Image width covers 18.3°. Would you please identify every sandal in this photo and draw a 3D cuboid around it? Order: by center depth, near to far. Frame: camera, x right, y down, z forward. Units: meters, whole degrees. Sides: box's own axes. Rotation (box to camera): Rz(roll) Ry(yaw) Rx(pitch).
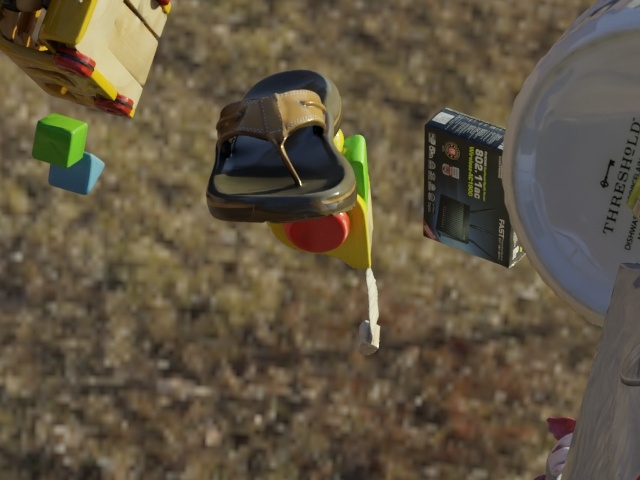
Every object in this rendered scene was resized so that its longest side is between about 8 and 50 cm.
[{"bbox_3d":[-0.022,-0.067,1.182,0.090,0.060,0.219,-7,25,8],"label":"sandal"}]

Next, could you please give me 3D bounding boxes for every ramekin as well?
[{"bbox_3d":[0.251,-0.050,1.385,0.273,0.272,0.127,22,19,22],"label":"ramekin"}]

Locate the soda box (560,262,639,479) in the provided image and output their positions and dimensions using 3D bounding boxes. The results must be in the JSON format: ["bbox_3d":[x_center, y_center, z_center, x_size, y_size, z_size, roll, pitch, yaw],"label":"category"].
[{"bbox_3d":[0.188,0.158,1.100,0.091,0.286,0.098,19,-6,-21],"label":"soda box"}]

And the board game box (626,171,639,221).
[{"bbox_3d":[0.210,0.028,0.863,0.043,0.092,0.181,-36,76,-9],"label":"board game box"}]

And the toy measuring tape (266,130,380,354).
[{"bbox_3d":[0.000,0.000,2.157,0.121,0.330,0.121,-3,44,3],"label":"toy measuring tape"}]

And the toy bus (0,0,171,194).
[{"bbox_3d":[-0.174,-0.155,1.348,0.104,0.202,0.191,16,36,12],"label":"toy bus"}]

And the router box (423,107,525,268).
[{"bbox_3d":[0.138,-0.046,1.747,0.092,0.122,0.038,20,40,29],"label":"router box"}]

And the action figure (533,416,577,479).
[{"bbox_3d":[0.312,0.261,1.707,0.248,0.275,0.370,-14,28,-16],"label":"action figure"}]
